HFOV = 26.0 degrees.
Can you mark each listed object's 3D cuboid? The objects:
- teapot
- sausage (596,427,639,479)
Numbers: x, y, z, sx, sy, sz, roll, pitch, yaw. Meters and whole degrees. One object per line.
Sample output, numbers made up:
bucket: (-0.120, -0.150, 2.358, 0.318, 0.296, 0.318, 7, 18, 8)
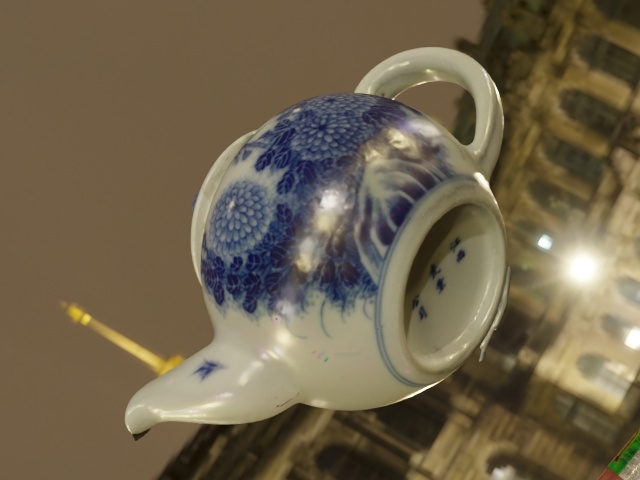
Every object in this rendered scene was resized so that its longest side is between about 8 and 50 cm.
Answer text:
teapot: (0.000, 0.000, 1.122, 0.424, 0.280, 0.252, -54, -42, -21)
sausage: (0.219, 0.115, 0.861, 0.223, 0.029, 0.029, -50, -16, -1)
